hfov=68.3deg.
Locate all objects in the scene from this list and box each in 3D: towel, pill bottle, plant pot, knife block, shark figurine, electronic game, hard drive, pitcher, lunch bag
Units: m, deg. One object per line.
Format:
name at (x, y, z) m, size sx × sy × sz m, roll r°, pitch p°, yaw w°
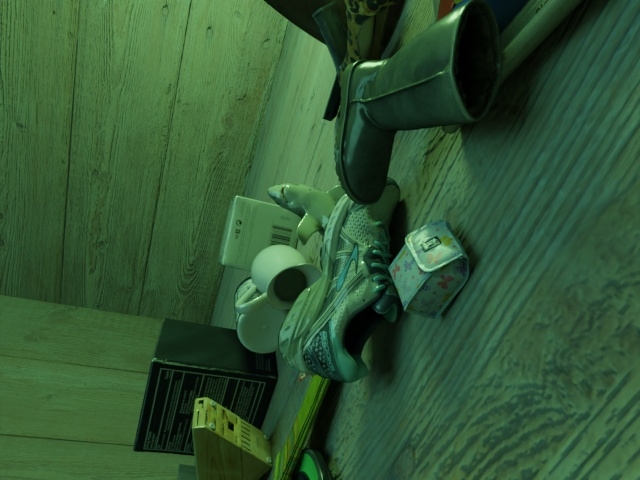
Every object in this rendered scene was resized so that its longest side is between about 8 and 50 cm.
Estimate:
towel at (-0.027, 0.279, 0.769) m, size 0.102 × 0.021 × 0.238 m, roll -109°, pitch 41°, yaw -80°
pill bottle at (-0.146, 0.164, 1.162) m, size 0.246 × 0.130 × 0.131 m, roll -127°, pitch 51°, yaw -71°
plant pot at (0.016, -0.466, 0.872) m, size 0.215 × 0.230 × 0.216 m, roll -167°, pitch 90°, yaw -75°
knife block at (-0.236, 0.506, 1.038) m, size 0.242 × 0.275 × 0.088 m, roll -44°, pitch 24°, yaw 9°
shark figurine at (0.023, 0.015, 0.797) m, size 0.116 × 0.166 × 0.279 m, roll 78°, pitch 176°, yaw -62°
electronic game at (-0.025, 0.426, 0.685) m, size 0.229 × 0.048 × 0.230 m, roll -167°, pitch 90°, yaw -75°
hard drive at (0.041, -0.333, 1.024) m, size 0.094 × 0.022 × 0.135 m, roll -65°, pitch -5°, yaw -66°
pitcher at (-0.101, 0.087, 0.985) m, size 0.207 × 0.177 × 0.126 m, roll -151°, pitch 42°, yaw -72°
lunch bag at (0.113, 0.026, 0.489) m, size 0.083 × 0.053 × 0.071 m, roll -58°, pitch 25°, yaw 29°

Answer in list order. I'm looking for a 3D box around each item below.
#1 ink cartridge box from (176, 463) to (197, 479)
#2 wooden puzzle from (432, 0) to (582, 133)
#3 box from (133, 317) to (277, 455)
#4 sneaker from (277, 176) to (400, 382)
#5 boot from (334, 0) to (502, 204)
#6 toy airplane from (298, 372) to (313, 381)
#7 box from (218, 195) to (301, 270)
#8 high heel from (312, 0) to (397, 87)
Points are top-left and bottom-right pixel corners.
ink cartridge box at (-0.266, 0.663, 1.100) m, size 0.066 × 0.188 × 0.232 m, roll -58°, pitch 24°, yaw 29°
wooden puzzle at (0.183, -0.331, 0.453) m, size 0.322 × 0.080 × 0.348 m, roll 129°, pitch 149°, yaw -60°
box at (-0.293, 0.383, 1.212) m, size 0.183 × 0.293 × 0.297 m, roll -110°, pitch 36°, yaw -62°
sneaker at (0.061, 0.050, 0.614) m, size 0.122 × 0.110 × 0.283 m, roll 13°, pitch 76°, yaw 41°
boot at (0.094, -0.124, 0.498) m, size 0.208 × 0.075 × 0.190 m, roll 14°, pitch 113°, yaw 57°
toy airplane at (-0.018, 0.186, 0.858) m, size 0.151 × 0.028 × 0.152 m, roll 5°, pitch -90°, yaw -89°
box at (-0.160, -0.007, 1.243) m, size 0.119 × 0.181 × 0.181 m, roll 173°, pitch 108°, yaw -73°
high heel at (0.097, -0.307, 0.736) m, size 0.261 × 0.093 × 0.186 m, roll 12°, pitch 134°, yaw 62°
